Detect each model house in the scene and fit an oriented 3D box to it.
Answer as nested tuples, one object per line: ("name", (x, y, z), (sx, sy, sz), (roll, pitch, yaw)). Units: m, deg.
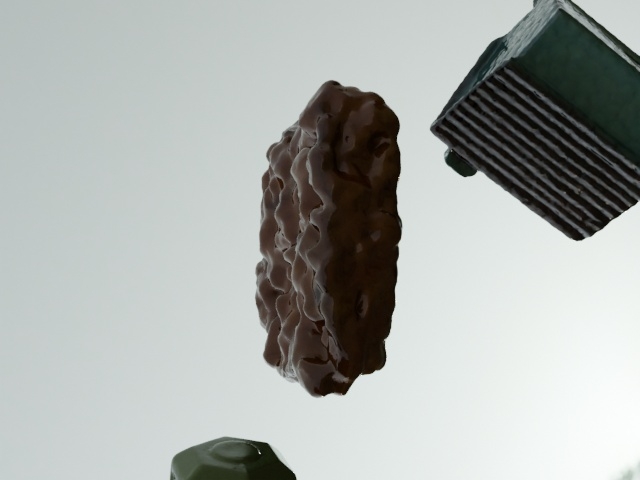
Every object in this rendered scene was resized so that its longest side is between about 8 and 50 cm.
("model house", (0.312, -0.143, 1.434), (0.248, 0.280, 0.230), (-50, 8, 22))

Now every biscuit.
("biscuit", (0.000, 0.000, 1.210), (0.312, 0.111, 0.318), (172, 98, -77))

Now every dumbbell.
("dumbbell", (-0.090, 0.335, 1.036), (0.121, 0.108, 0.301), (-147, 59, -67))
